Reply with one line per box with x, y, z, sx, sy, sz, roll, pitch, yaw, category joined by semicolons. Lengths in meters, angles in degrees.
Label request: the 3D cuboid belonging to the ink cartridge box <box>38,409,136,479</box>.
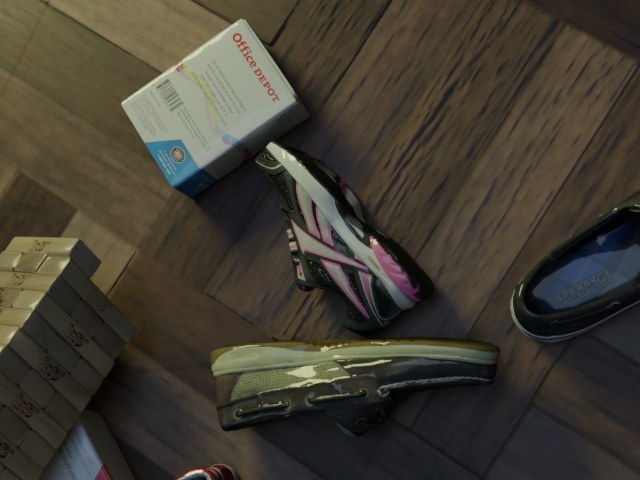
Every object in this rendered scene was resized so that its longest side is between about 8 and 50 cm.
-0.218;0.217;1.032;0.150;0.063;0.109;-34;74;5;ink cartridge box

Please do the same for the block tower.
-0.263;0.152;0.968;0.091;0.097;0.335;2;51;42;block tower

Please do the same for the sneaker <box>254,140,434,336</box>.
0.000;0.000;1.023;0.077;0.072;0.178;-45;67;13;sneaker

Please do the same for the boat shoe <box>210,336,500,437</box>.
0.024;0.110;0.992;0.223;0.080;0.073;-3;84;18;boat shoe

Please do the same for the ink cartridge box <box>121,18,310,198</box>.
-0.083;-0.105;1.070;0.122;0.052;0.088;-34;74;6;ink cartridge box

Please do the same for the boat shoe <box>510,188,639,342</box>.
0.237;-0.003;0.960;0.228;0.076;0.080;-28;74;7;boat shoe

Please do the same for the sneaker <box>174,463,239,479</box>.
-0.106;0.222;1.003;0.042;0.067;0.118;26;86;16;sneaker
